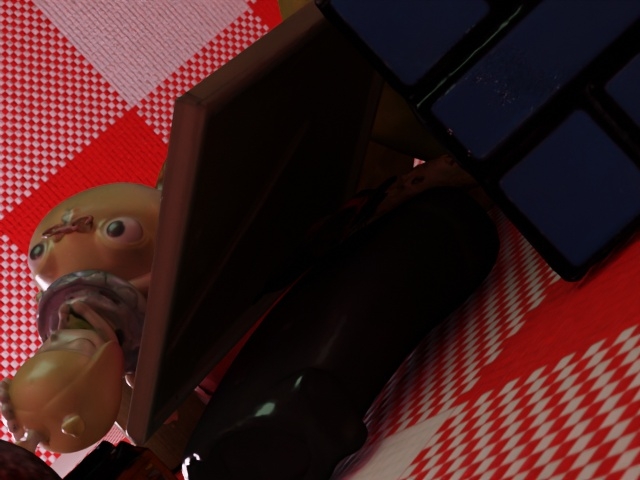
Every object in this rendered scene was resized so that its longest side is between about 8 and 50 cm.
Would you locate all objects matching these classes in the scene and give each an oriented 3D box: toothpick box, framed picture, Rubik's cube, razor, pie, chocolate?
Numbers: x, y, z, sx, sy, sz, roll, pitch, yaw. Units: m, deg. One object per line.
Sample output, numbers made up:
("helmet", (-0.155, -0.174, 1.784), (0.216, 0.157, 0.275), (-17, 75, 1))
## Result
("toothpick box", (-0.206, 0.182, 1.991), (0.187, 0.190, 0.308), (-45, 0, -14))
("framed picture", (-0.037, -0.059, 1.356), (0.446, 0.028, 0.326), (-46, -25, -55))
("Rubik's cube", (0.194, -0.179, 1.161), (0.288, 0.283, 0.293), (-43, 6, 9))
("razor", (0.017, 0.086, 1.289), (0.204, 0.113, 0.349), (-35, 9, 44))
("pie", (0.112, -0.038, 1.542), (0.274, 0.055, 0.274), (-28, -11, -6))
("chocolate", (0.000, 0.000, 1.338), (0.086, 0.028, 0.182), (-44, 5, -38))

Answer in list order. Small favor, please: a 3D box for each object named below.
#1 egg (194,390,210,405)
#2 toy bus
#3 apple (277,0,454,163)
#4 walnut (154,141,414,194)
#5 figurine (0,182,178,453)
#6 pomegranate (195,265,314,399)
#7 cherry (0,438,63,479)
("egg", (-0.103, 0.149, 1.788), (0.103, 0.103, 0.135), (-42, 8, 7))
("toy bus", (-0.234, 0.285, 1.744), (0.093, 0.092, 0.409), (-46, 6, -15))
("apple", (0.159, -0.305, 1.702), (0.473, 0.473, 0.473), (-43, 5, 4))
("walnut", (-0.053, -0.059, 2.046), (0.398, 0.308, 0.354), (-52, -21, -26))
("figurine", (-0.233, 0.115, 1.684), (0.226, 0.275, 0.394), (-21, 25, 20))
("pomegranate", (-0.071, 0.067, 1.632), (0.210, 0.210, 0.235), (-41, 8, 29))
("cherry", (-0.289, 0.293, 1.329), (0.203, 0.230, 0.300), (-44, -13, -19))
